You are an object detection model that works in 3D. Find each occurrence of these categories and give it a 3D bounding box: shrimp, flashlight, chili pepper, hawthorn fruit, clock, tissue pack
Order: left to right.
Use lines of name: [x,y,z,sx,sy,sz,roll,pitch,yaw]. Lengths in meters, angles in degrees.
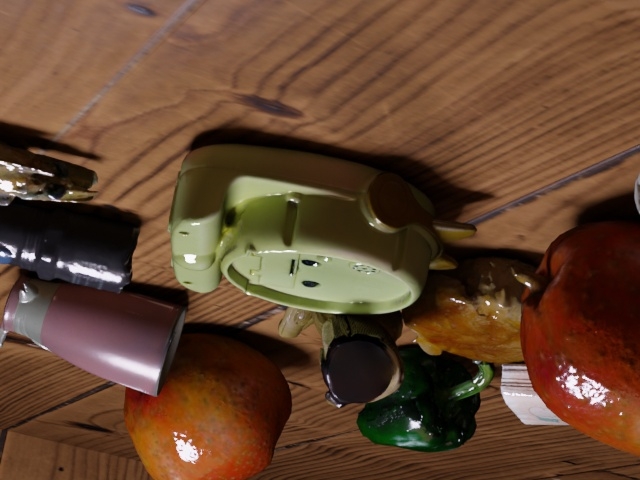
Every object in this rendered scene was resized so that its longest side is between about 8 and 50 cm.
shrimp: [-0.420,-0.087,1.644,0.317,0.077,0.168,15,170,-5]
flashlight: [-0.450,-0.018,1.803,0.424,0.103,0.103,12,160,-8]
hawthorn fruit: [-0.206,0.265,2.273,0.277,0.277,0.298,-12,135,45]
clock: [0.000,0.000,1.626,0.348,0.117,0.286,9,161,-1]
chili pepper: [0.176,0.253,2.195,0.174,0.165,0.261,35,148,-29]
tissue pack: [0.461,0.246,2.182,0.325,0.071,0.170,-2,156,24]
hawthorn fruit: [0.347,0.100,1.560,0.300,0.275,0.275,25,159,-2]

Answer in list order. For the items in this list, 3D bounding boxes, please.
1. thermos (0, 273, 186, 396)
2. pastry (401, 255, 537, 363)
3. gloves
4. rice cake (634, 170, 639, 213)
thermos: [-0.354,0.139,2.126,0.265,0.146,0.176,16,144,2]
pastry: [0.223,0.092,1.814,0.229,0.100,0.218,17,155,-10]
gloves: [0.036,0.112,1.845,0.154,0.141,0.331,14,-167,-11]
rice cake: [0.450,-0.022,1.463,0.256,0.057,0.052,13,134,-15]
